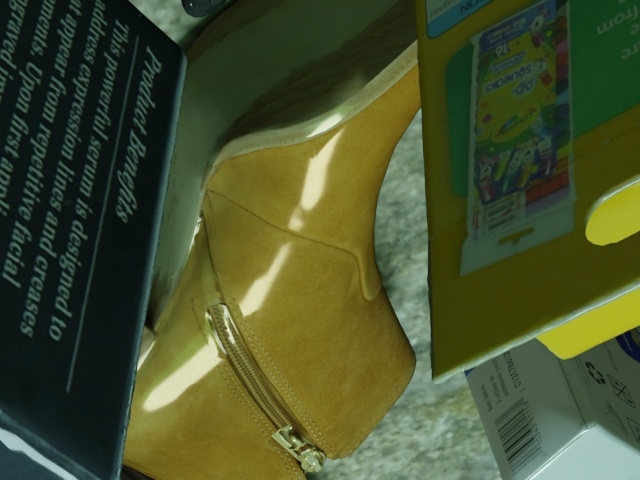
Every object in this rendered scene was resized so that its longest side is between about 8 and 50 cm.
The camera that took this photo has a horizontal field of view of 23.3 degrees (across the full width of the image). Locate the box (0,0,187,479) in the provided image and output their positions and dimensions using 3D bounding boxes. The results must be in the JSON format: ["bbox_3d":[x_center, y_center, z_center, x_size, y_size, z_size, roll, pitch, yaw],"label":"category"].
[{"bbox_3d":[-0.285,-0.052,0.506,0.293,0.212,0.395,-22,133,29],"label":"box"}]

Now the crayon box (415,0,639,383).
[{"bbox_3d":[0.132,-0.101,0.522,0.203,0.323,0.083,-29,130,29],"label":"crayon box"}]

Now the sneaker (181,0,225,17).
[{"bbox_3d":[-0.128,-0.133,0.617,0.234,0.078,0.106,3,125,-19],"label":"sneaker"}]

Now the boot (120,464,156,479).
[{"bbox_3d":[-0.118,0.141,0.836,0.248,0.090,0.207,-10,133,-1],"label":"boot"}]

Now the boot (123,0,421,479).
[{"bbox_3d":[0.000,0.001,0.747,0.295,0.104,0.211,-40,134,6],"label":"boot"}]

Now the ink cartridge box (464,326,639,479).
[{"bbox_3d":[0.209,0.121,0.856,0.333,0.165,0.065,30,116,-31],"label":"ink cartridge box"}]
